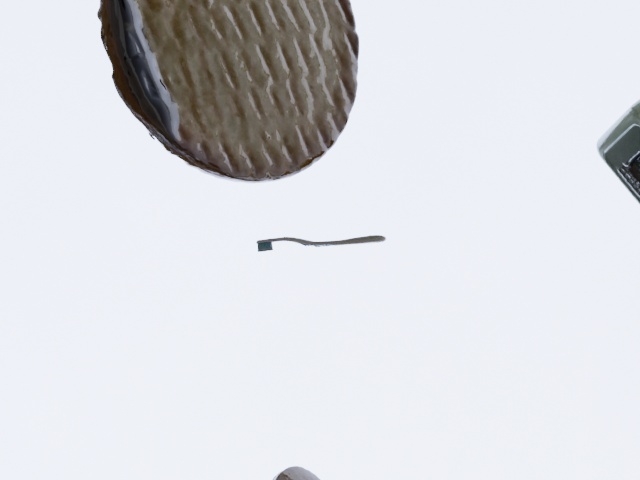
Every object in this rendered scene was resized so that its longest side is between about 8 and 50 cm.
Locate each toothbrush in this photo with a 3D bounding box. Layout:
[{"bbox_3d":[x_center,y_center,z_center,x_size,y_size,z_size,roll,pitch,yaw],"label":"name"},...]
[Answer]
[{"bbox_3d":[0.000,0.000,1.333,0.162,0.014,0.017,-5,-99,11],"label":"toothbrush"}]

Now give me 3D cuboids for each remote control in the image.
[{"bbox_3d":[0.411,-0.016,1.148,0.056,0.140,0.296,-35,-98,-12],"label":"remote control"}]

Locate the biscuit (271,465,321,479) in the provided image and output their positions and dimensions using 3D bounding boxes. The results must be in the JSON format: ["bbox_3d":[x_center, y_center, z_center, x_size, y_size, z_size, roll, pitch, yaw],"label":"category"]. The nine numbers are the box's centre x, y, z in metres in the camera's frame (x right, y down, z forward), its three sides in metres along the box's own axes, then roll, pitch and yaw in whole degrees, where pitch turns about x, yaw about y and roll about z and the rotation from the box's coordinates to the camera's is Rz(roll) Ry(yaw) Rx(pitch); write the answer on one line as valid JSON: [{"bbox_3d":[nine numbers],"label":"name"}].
[{"bbox_3d":[-0.004,0.310,1.079,0.138,0.031,0.205,14,-141,-29],"label":"biscuit"}]

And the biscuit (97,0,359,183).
[{"bbox_3d":[-0.083,-0.213,1.102,0.040,0.318,0.318,-8,-116,49],"label":"biscuit"}]
